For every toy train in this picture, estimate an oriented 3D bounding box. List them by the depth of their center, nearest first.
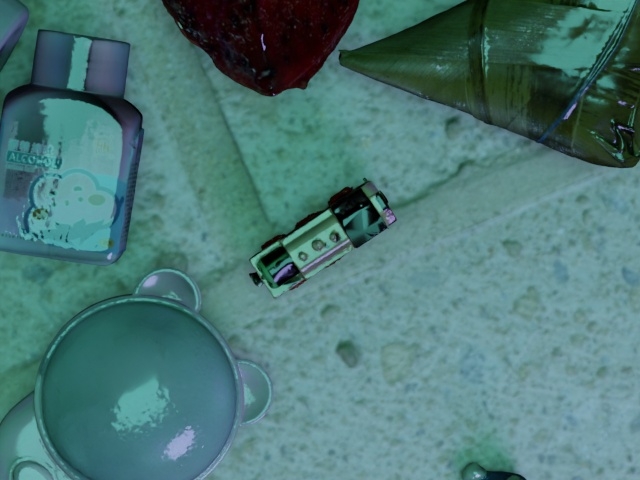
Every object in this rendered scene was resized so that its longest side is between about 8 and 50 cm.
[{"bbox_3d":[0.000,0.000,1.461,0.138,0.087,0.050,-34,93,-1],"label":"toy train"}]

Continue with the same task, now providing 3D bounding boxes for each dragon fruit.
[{"bbox_3d":[-0.062,-0.296,1.411,0.205,0.152,0.317,-32,118,-41],"label":"dragon fruit"}]

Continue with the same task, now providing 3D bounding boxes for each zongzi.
[{"bbox_3d":[0.180,-0.216,1.436,0.274,0.125,0.250,20,95,1],"label":"zongzi"}]

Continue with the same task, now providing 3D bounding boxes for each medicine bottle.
[{"bbox_3d":[-0.212,-0.080,1.435,0.119,0.094,0.188,8,95,-3],"label":"medicine bottle"}]

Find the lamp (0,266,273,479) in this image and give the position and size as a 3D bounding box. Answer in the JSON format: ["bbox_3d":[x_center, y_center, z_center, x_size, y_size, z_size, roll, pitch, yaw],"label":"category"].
[{"bbox_3d":[-0.174,0.150,1.454,0.246,0.108,0.179,-38,92,1],"label":"lamp"}]

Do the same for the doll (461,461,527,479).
[{"bbox_3d":[0.162,0.245,1.507,0.050,0.076,0.083,11,87,-39],"label":"doll"}]

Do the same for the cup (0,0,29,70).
[{"bbox_3d":[-0.440,-0.198,1.333,0.371,0.253,0.253,34,93,-8],"label":"cup"}]
